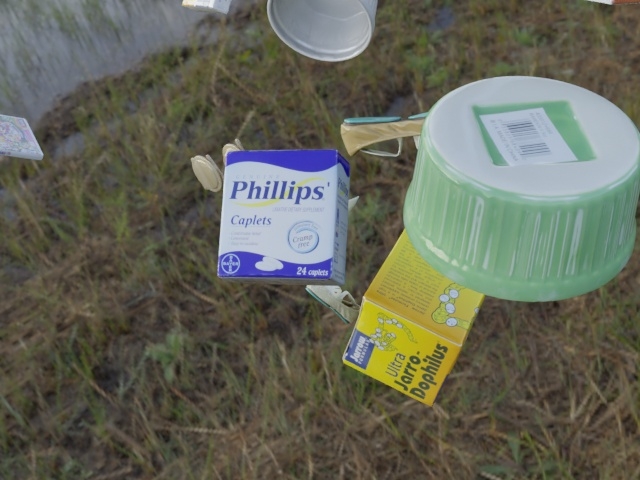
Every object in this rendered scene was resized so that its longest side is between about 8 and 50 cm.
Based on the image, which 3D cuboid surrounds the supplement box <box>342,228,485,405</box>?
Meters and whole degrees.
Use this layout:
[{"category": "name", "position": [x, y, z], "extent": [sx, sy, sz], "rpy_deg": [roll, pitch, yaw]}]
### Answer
[{"category": "supplement box", "position": [0.214, 0.101, 1.676], "extent": [0.195, 0.194, 0.356], "rpy_deg": [25, 46, 11]}]

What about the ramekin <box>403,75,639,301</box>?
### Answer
[{"category": "ramekin", "position": [0.260, -0.080, 1.104], "extent": [0.303, 0.148, 0.303], "rpy_deg": [-1, 42, 1]}]

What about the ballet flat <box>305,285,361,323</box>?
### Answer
[{"category": "ballet flat", "position": [0.029, 0.115, 1.762], "extent": [0.052, 0.168, 0.057], "rpy_deg": [-47, 48, 1]}]

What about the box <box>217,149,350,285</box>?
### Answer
[{"category": "box", "position": [-0.038, -0.023, 0.920], "extent": [0.126, 0.072, 0.137], "rpy_deg": [0, 81, 14]}]

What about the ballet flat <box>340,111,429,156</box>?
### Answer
[{"category": "ballet flat", "position": [0.149, -0.183, 1.479], "extent": [0.232, 0.073, 0.080], "rpy_deg": [-3, 11, 22]}]

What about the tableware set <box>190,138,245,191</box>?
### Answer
[{"category": "tableware set", "position": [-0.128, -0.081, 1.322], "extent": [0.020, 0.141, 0.168], "rpy_deg": [-41, 16, -33]}]

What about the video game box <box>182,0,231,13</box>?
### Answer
[{"category": "video game box", "position": [-0.251, -0.640, 2.064], "extent": [0.205, 0.048, 0.187], "rpy_deg": [27, 98, 57]}]

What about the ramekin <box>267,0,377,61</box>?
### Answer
[{"category": "ramekin", "position": [0.011, -0.453, 1.647], "extent": [0.207, 0.207, 0.109], "rpy_deg": [1, 55, 26]}]

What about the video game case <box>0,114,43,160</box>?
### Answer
[{"category": "video game case", "position": [-0.435, -0.142, 1.137], "extent": [0.122, 0.011, 0.087], "rpy_deg": [5, 38, -43]}]

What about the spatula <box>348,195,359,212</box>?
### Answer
[{"category": "spatula", "position": [0.000, 0.000, 1.840], "extent": [0.019, 0.168, 0.242], "rpy_deg": [35, 28, 15]}]

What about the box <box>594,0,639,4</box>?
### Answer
[{"category": "box", "position": [0.457, -0.437, 1.144], "extent": [0.345, 0.215, 0.168], "rpy_deg": [-12, 27, -28]}]
